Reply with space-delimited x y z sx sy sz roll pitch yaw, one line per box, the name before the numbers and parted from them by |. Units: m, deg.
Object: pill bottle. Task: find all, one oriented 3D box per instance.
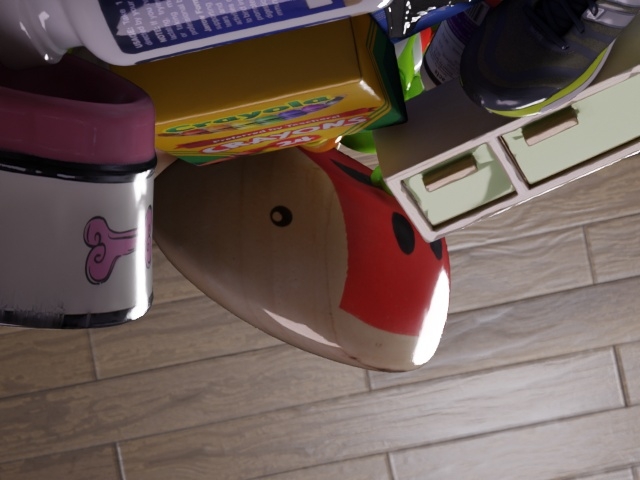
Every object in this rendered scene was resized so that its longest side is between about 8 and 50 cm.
pill bottle | -0.092 -0.199 1.276 0.265 0.153 0.153 -12 175 8
pill bottle | 0.158 -0.177 1.812 0.108 0.108 0.193 -7 139 -35

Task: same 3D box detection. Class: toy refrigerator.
toy refrigerator | 0.190 -0.104 1.745 0.269 0.094 0.102 -23 135 13

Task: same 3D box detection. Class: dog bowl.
dog bowl | -0.297 -0.076 1.373 0.408 0.150 0.408 16 -170 -3

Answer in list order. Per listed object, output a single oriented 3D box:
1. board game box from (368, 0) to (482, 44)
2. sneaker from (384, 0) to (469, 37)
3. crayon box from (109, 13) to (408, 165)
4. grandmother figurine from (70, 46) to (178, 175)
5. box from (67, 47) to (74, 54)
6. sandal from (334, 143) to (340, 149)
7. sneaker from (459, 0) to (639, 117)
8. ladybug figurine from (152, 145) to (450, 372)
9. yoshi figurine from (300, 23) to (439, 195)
board game box | 0.050 -0.235 1.595 0.233 0.078 0.347 -7 173 -33
sneaker | 0.089 -0.191 1.436 0.089 0.051 0.170 -7 171 4
crayon box | -0.051 -0.133 1.610 0.202 0.081 0.318 -11 174 10
grandmother figurine | -0.161 -0.139 1.891 0.208 0.104 0.342 -52 169 5
box | -0.294 -0.154 1.943 0.178 0.042 0.109 -13 174 15
sandal | -0.011 -0.137 2.490 0.088 0.079 0.240 -12 175 7
sneaker | 0.232 -0.224 1.635 0.300 0.111 0.121 -43 161 -8
ladybug figurine | 0.000 0.000 1.988 0.162 0.305 0.449 -54 156 9
yoshi figurine | 0.033 -0.151 1.966 0.203 0.203 0.362 5 -174 27
